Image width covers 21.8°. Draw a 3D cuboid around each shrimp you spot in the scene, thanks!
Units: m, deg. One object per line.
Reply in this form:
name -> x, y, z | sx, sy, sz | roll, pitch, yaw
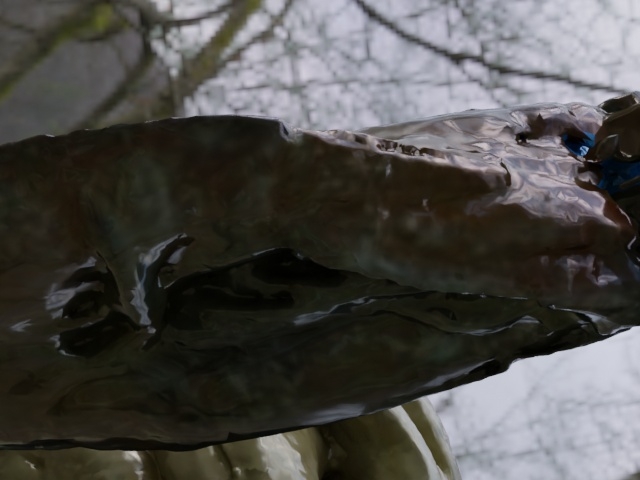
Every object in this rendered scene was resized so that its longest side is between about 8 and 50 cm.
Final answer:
shrimp -> 0.000, 0.000, 0.657 | 0.221, 0.446, 0.110 | 68, 12, -59

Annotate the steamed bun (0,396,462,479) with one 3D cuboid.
steamed bun -> -0.060, 0.137, 1.029 | 0.230, 0.325, 0.372 | -55, -158, 38
